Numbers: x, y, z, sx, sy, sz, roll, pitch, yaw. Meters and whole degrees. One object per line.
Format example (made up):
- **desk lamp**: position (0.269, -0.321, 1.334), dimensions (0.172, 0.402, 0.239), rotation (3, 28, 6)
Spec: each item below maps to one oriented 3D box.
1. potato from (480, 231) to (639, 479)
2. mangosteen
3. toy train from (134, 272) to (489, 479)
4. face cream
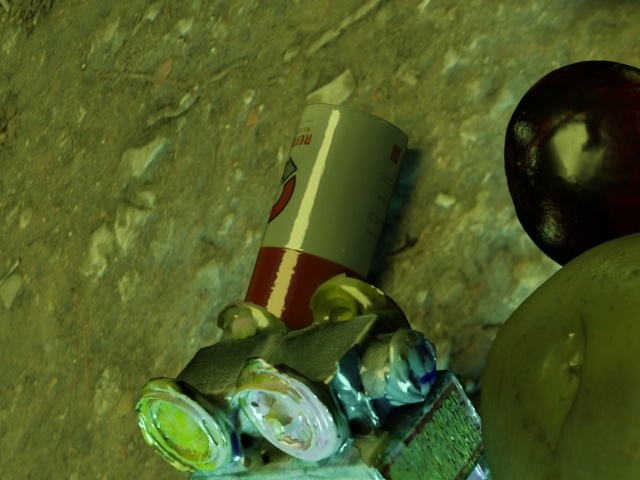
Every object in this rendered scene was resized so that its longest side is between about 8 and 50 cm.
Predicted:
- **potato**: position (0.223, 0.116, 0.643), dimensions (0.326, 0.221, 0.243), rotation (6, 64, 47)
- **mangosteen**: position (0.198, -0.050, 0.847), dimensions (0.152, 0.152, 0.152), rotation (-27, 51, 38)
- **toy train**: position (-0.013, 0.135, 0.921), dimensions (0.261, 0.177, 0.134), rotation (-14, 22, 45)
- **face cream**: position (0.000, 0.000, 1.071), dimensions (0.096, 0.096, 0.214), rotation (3, 72, 50)
